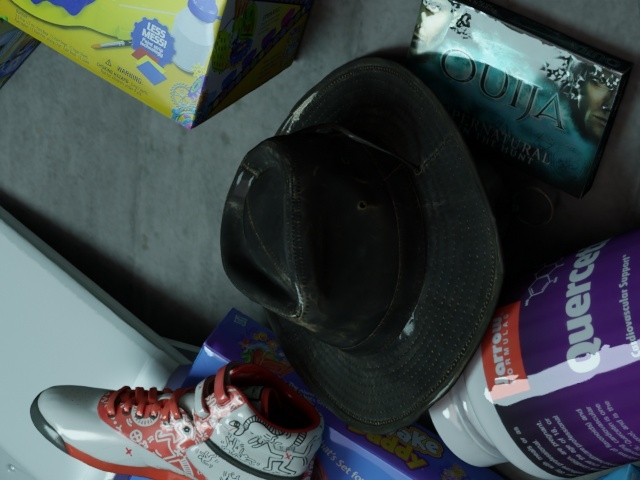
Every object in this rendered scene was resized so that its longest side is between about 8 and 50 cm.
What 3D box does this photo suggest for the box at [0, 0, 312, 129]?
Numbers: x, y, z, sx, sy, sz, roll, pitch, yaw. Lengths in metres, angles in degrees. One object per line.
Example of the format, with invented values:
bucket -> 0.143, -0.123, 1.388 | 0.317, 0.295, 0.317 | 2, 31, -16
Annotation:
box -> -0.147, -0.301, 1.414 | 0.290, 0.177, 0.279 | 30, 127, 16

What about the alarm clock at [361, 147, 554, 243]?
alarm clock -> 0.116, -0.026, 1.470 | 0.192, 0.064, 0.129 | -4, 113, 31

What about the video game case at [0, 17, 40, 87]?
video game case -> -0.391, -0.144, 1.614 | 0.061, 0.244, 0.269 | 51, 130, 0

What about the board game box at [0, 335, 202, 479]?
board game box -> -0.199, 0.254, 1.834 | 0.390, 0.050, 0.390 | 13, 121, 27

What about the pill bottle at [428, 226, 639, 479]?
pill bottle -> 0.245, 0.091, 1.368 | 0.323, 0.181, 0.181 | -23, 101, 39

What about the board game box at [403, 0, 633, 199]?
board game box -> 0.158, -0.128, 1.406 | 0.186, 0.026, 0.126 | 27, 127, 19

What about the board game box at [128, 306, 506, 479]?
board game box -> 0.000, 0.255, 1.637 | 0.347, 0.078, 0.233 | 33, 123, 3

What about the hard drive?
hard drive -> -0.295, 0.123, 1.745 | 0.307, 0.040, 0.203 | 36, 106, 23

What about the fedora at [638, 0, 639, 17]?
fedora -> 0.356, -0.190, 1.177 | 0.243, 0.124, 0.276 | 1, 107, 31

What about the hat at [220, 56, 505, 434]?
hat -> 0.000, 0.000, 1.418 | 0.331, 0.134, 0.331 | -5, 84, 49

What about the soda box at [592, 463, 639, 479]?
soda box -> 0.247, 0.260, 1.469 | 0.067, 0.071, 0.210 | 23, 156, -9

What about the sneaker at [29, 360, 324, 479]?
sneaker -> -0.127, 0.158, 1.538 | 0.270, 0.090, 0.145 | 24, 121, 4
